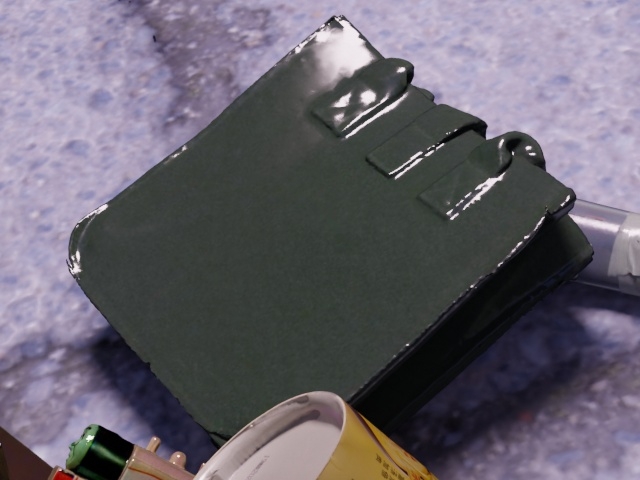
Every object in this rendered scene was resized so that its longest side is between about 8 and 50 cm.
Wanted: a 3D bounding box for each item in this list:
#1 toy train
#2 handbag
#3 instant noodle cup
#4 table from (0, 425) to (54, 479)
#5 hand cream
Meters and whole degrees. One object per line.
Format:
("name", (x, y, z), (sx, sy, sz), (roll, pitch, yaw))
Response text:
("toy train", (-0.088, 0.151, 0.784), (0.138, 0.050, 0.087), (29, 77, -9))
("handbag", (0.000, 0.002, 0.894), (0.260, 0.079, 0.247), (-41, 50, -5))
("instant noodle cup", (0.006, 0.153, 0.711), (0.151, 0.122, 0.151), (-34, 19, 14))
("table", (-0.248, 0.190, 0.796), (0.121, 0.111, 0.240), (27, 60, 35))
("hand cream", (0.099, -0.017, 0.939), (0.255, 0.048, 0.079), (13, 48, 30))
